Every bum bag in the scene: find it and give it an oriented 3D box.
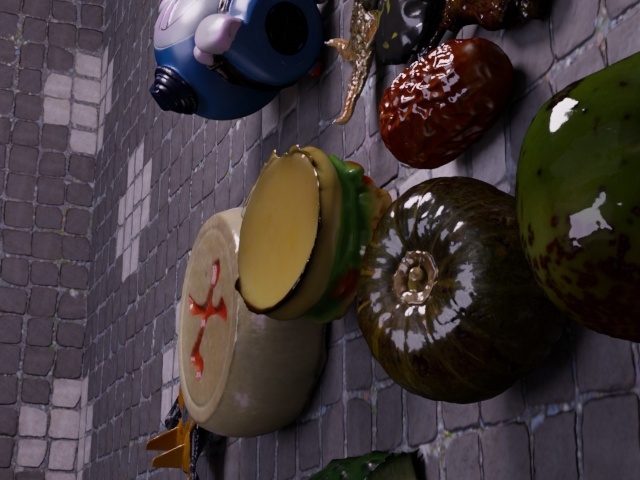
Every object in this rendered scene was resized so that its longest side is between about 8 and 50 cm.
[{"bbox_3d":[0.111,-0.331,1.363,0.107,0.060,0.232,-1,84,59],"label":"bum bag"}]

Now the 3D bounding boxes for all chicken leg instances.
[{"bbox_3d":[0.170,-0.251,1.211,0.253,0.051,0.106,149,120,-66],"label":"chicken leg"}]

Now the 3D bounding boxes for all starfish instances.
[{"bbox_3d":[0.051,-0.274,1.507,0.247,0.050,0.138,-90,20,-51],"label":"starfish"}]

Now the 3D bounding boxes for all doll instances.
[{"bbox_3d":[-0.135,-0.310,1.741,0.284,0.240,0.310,-48,26,-25],"label":"doll"}]

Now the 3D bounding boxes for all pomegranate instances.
[{"bbox_3d":[0.242,-0.013,0.806,0.248,0.214,0.214,71,-170,-57],"label":"pomegranate"}]

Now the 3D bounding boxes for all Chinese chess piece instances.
[{"bbox_3d":[-0.107,0.120,1.646,0.338,0.140,0.338,-172,90,-68],"label":"Chinese chess piece"}]

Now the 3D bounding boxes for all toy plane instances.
[{"bbox_3d":[-0.199,0.251,1.898,0.316,0.103,0.204,-67,28,18],"label":"toy plane"}]

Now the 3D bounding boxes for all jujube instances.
[{"bbox_3d":[0.136,-0.150,1.196,0.112,0.109,0.176,56,140,3],"label":"jujube"}]

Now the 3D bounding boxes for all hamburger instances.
[{"bbox_3d":[0.000,0.000,1.415,0.237,0.149,0.237,-27,57,53],"label":"hamburger"}]

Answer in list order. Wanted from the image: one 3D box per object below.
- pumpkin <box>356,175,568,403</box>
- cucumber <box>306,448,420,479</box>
[{"bbox_3d":[0.140,0.054,1.066,0.219,0.162,0.219,-15,67,38],"label":"pumpkin"},{"bbox_3d":[0.014,0.329,1.344,0.325,0.105,0.145,143,130,-64],"label":"cucumber"}]
